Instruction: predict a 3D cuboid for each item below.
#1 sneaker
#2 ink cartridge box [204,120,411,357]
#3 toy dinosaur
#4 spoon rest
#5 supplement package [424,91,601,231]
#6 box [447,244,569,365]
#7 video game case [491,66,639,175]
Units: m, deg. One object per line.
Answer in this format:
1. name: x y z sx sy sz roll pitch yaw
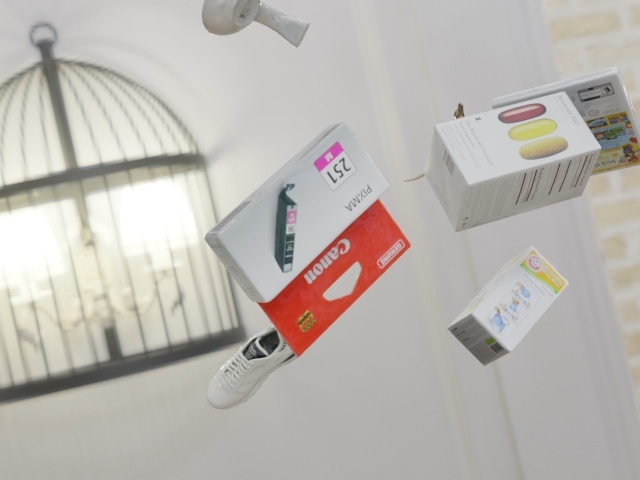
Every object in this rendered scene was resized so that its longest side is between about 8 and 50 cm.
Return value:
1. sneaker: -0.140 0.236 2.125 0.235 0.090 0.095 -43 -23 13
2. ink cartridge box: 0.000 0.000 1.643 0.275 0.239 0.060 -43 18 -22
3. toy dinosaur: 0.237 -0.167 2.056 0.053 0.183 0.092 37 -7 -28
4. spoon rest: -0.131 -0.431 2.080 0.084 0.137 0.276 34 12 30
5. supplement package: 0.317 -0.133 1.849 0.244 0.139 0.134 -16 -32 -14
6. box: 0.354 0.122 2.084 0.203 0.103 0.114 -44 -1 -27
7. video game case: 0.445 -0.195 1.964 0.227 0.206 0.026 -12 39 27
